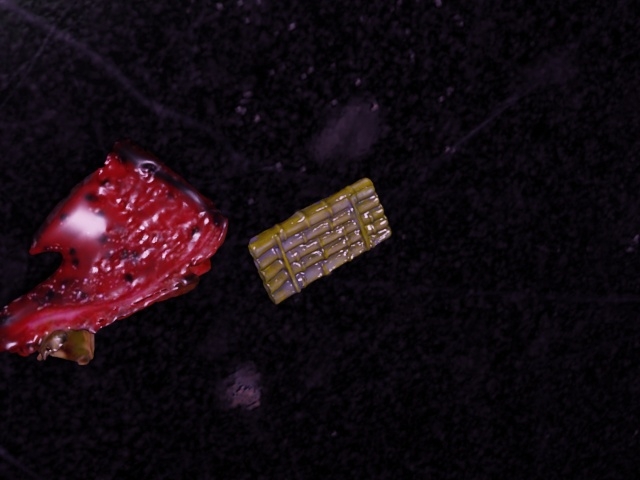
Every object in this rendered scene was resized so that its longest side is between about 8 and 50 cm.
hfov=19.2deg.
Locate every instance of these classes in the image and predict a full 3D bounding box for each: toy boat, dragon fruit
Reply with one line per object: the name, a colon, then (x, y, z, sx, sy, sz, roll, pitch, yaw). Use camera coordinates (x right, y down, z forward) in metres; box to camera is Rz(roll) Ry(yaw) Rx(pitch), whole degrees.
toy boat: (0.000, 0.000, 1.522, 0.115, 0.016, 0.063, -30, 124, -12)
dragon fruit: (-0.160, 0.023, 1.400, 0.192, 0.092, 0.122, -35, 125, -9)
